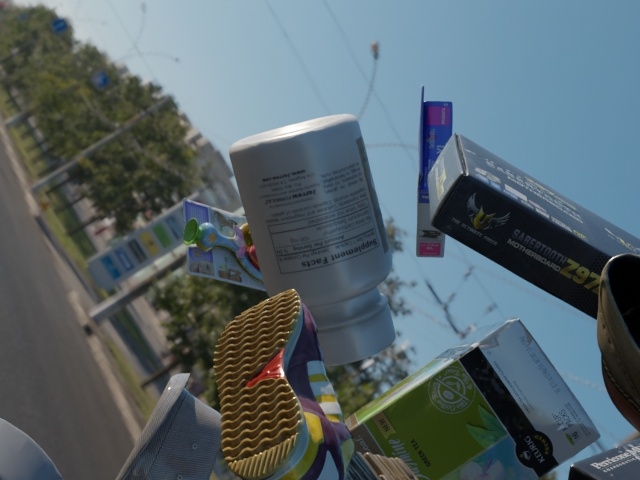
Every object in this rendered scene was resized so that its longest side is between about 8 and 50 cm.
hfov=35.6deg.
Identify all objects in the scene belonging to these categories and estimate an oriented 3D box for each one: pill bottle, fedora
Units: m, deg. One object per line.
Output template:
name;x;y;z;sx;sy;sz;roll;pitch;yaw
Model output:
pill bottle;0.000;0.000;0.985;0.131;0.131;0.229;-156;-130;-73
fedora;-0.229;0.340;1.491;0.124;0.275;0.243;28;-25;-3

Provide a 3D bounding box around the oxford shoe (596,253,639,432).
oxford shoe;0.299;0.123;0.634;0.348;0.123;0.130;36;-18;49

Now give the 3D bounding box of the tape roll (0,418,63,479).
tape roll;-0.358;0.268;0.964;0.219;0.219;0.072;60;18;-17

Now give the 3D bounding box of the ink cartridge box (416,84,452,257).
ink cartridge box;0.203;-0.116;1.784;0.311;0.065;0.185;75;18;-63

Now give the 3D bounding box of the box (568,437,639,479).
box;0.508;0.354;1.149;0.312;0.343;0.178;20;-67;51

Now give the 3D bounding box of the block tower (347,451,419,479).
block tower;0.037;0.273;0.997;0.091;0.097;0.335;50;6;23

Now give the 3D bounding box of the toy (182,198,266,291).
toy;-0.096;0.008;1.541;0.056;0.237;0.136;-44;-137;42

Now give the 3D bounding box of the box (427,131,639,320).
box;0.210;-0.005;0.909;0.233;0.059;0.183;30;16;-3

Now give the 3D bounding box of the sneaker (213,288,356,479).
sneaker;-0.020;0.107;0.631;0.084;0.070;0.185;56;15;-27

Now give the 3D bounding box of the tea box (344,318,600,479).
tea box;0.216;0.303;1.588;0.220;0.324;0.329;55;-4;7
